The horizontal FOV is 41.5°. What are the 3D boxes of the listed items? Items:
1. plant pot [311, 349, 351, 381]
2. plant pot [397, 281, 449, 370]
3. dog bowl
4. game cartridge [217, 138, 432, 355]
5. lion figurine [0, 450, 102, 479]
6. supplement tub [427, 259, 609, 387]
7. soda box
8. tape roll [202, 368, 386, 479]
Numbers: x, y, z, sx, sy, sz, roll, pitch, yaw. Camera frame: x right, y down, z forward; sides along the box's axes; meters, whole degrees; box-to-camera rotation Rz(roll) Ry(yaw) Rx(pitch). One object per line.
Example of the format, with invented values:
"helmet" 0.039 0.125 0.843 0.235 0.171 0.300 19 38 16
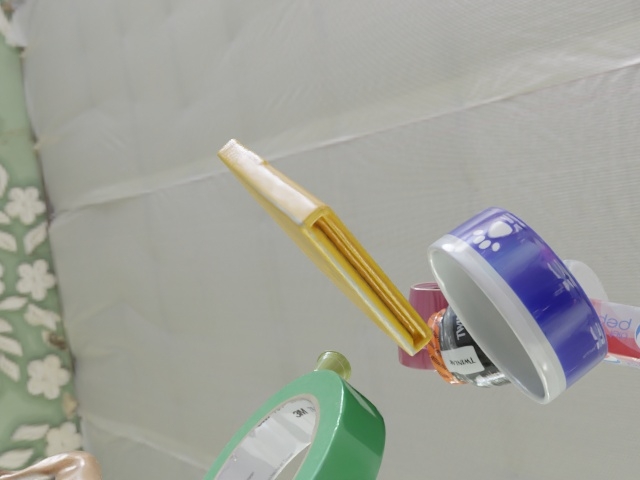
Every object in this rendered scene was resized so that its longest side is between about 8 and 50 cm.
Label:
"plant pot" 0.013 0.290 1.814 0.083 0.079 0.083 8 -70 24
"plant pot" 0.277 0.192 1.963 0.201 0.201 0.180 4 -82 56
"dog bowl" 0.265 0.087 1.161 0.264 0.104 0.265 54 -6 9
"game cartridge" 0.000 0.000 1.215 0.285 0.053 0.324 49 -3 -34
"lion figurine" -0.377 0.404 1.295 0.392 0.240 0.142 36 -42 51
"supplement tub" 0.396 0.178 1.703 0.338 0.207 0.207 -23 -102 36
"soda box" 0.525 0.162 1.415 0.263 0.083 0.092 9 -107 37
"tape roll" -0.056 0.314 1.076 0.077 0.321 0.321 41 -32 -13
